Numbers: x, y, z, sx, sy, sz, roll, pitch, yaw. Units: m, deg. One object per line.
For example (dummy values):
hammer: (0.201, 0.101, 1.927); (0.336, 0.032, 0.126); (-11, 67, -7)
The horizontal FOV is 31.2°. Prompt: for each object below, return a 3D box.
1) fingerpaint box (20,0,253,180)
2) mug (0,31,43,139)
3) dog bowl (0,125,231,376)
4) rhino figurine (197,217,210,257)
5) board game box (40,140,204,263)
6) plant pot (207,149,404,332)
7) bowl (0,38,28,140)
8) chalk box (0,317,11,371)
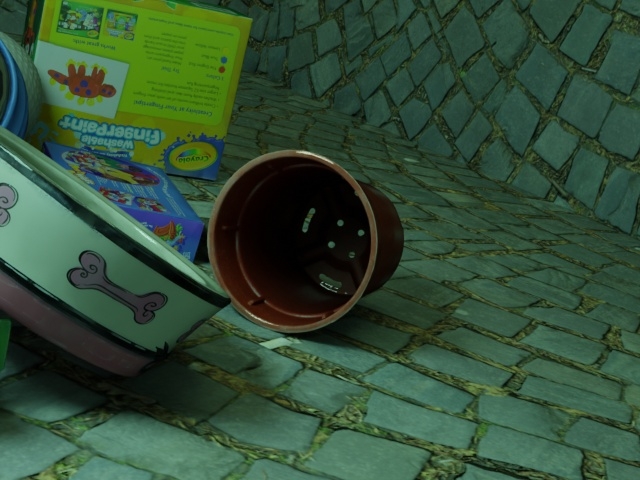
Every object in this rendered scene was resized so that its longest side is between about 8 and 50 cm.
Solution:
fingerpaint box: (-0.410, -0.348, 2.442); (0.445, 0.371, 0.163); (6, 17, -27)
mug: (-0.709, -0.285, 2.133); (0.374, 0.276, 0.328); (14, 9, 4)
dog bowl: (-0.314, 0.011, 1.391); (0.408, 0.150, 0.408); (36, -2, 2)
rhino figurine: (-0.123, 0.000, 2.016); (0.106, 0.073, 0.243); (30, 20, 38)
board game box: (-0.362, -0.071, 2.011); (0.233, 0.078, 0.347); (12, 14, -23)
plant pot: (0.000, 0.000, 1.815); (0.272, 0.272, 0.265); (19, 7, 19)
bowl: (-0.666, -0.222, 1.817); (0.391, 0.391, 0.077); (14, -29, -1)
chalk box: (-0.418, 0.119, 1.182); (0.213, 0.132, 0.132); (0, 20, -39)
